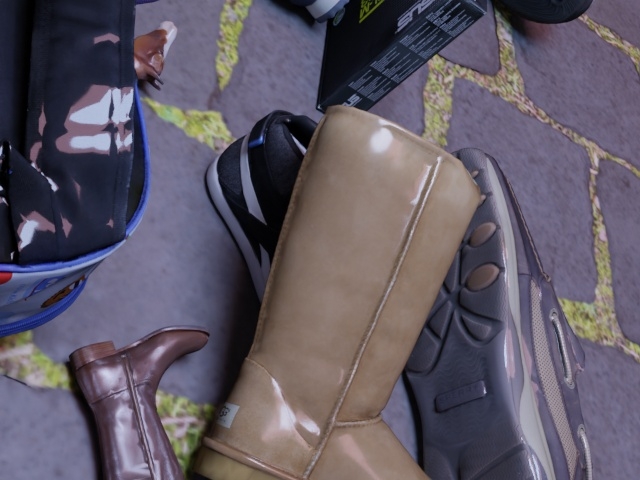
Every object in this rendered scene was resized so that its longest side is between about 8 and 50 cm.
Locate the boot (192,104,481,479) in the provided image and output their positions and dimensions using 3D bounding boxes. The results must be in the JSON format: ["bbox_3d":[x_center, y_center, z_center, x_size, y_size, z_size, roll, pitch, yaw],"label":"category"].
[{"bbox_3d":[0.058,0.074,0.729,0.236,0.089,0.269,27,79,-24],"label":"boot"}]

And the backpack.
[{"bbox_3d":[-0.229,-0.071,0.588,0.276,0.213,0.263,-3,58,-33],"label":"backpack"}]

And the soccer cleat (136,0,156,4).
[{"bbox_3d":[-0.227,-0.196,0.731,0.248,0.095,0.083,2,49,-31],"label":"soccer cleat"}]

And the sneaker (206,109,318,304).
[{"bbox_3d":[0.000,0.000,0.795,0.079,0.121,0.217,-27,82,-45],"label":"sneaker"}]

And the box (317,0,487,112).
[{"bbox_3d":[0.076,-0.227,0.959,0.045,0.190,0.184,30,48,-25],"label":"box"}]

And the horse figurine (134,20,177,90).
[{"bbox_3d":[-0.215,-0.250,0.807,0.263,0.066,0.174,31,64,-32],"label":"horse figurine"}]

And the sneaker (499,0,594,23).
[{"bbox_3d":[0.295,-0.461,1.311,0.257,0.169,0.447,-1,61,-38],"label":"sneaker"}]

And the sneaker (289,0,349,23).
[{"bbox_3d":[-0.001,-0.369,1.044,0.131,0.112,0.319,31,46,-25],"label":"sneaker"}]

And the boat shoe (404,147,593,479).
[{"bbox_3d":[0.147,0.096,0.871,0.130,0.132,0.355,18,61,-43],"label":"boat shoe"}]

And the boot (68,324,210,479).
[{"bbox_3d":[-0.106,0.119,0.689,0.106,0.037,0.114,-12,67,-30],"label":"boot"}]
